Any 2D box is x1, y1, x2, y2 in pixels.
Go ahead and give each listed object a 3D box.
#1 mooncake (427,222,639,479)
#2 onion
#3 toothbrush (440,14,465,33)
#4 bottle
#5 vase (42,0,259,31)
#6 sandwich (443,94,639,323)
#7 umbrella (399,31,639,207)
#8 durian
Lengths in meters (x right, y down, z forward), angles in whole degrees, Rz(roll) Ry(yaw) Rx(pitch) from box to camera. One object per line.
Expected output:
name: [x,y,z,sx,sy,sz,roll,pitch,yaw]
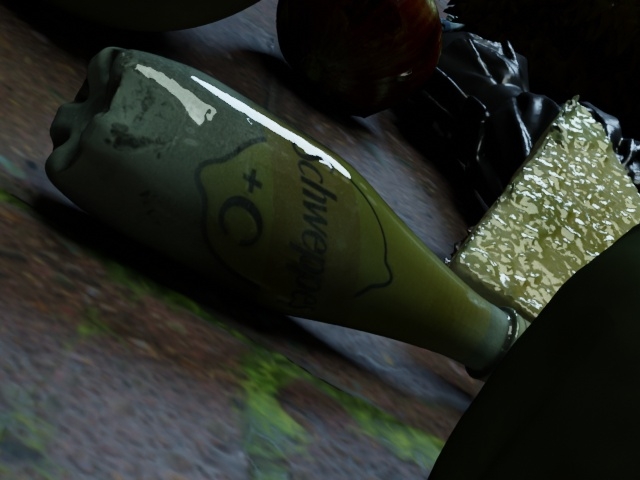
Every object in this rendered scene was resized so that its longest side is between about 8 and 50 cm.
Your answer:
mooncake: [0.209,0.151,0.661,0.351,0.187,0.351,28,21,-12]
onion: [0.027,-0.148,1.166,0.117,0.119,0.118,22,18,7]
toothbrush: [0.106,-0.197,1.576,0.019,0.016,0.219,37,19,8]
bottle: [0.000,0.000,0.813,0.269,0.083,0.083,28,20,-25]
vase: [-0.112,-0.284,1.033,0.329,0.241,0.302,31,30,8]
sandwich: [0.163,0.022,0.989,0.162,0.058,0.193,37,43,1]
umbrella: [0.113,-0.086,1.218,0.118,0.118,0.340,21,14,-36]
durian: [0.291,-0.241,1.485,0.384,0.348,0.347,-1,38,-39]
